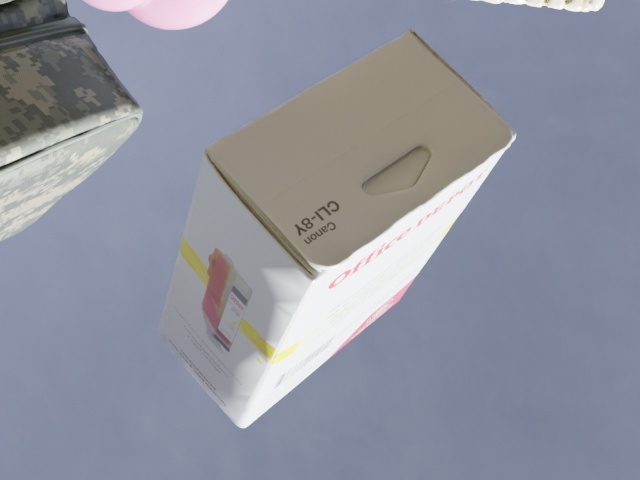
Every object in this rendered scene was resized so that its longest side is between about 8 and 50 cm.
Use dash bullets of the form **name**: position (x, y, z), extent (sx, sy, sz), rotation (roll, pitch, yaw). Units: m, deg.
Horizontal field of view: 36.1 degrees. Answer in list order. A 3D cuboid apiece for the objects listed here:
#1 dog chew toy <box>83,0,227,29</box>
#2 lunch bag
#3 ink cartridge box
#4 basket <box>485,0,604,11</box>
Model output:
- **dog chew toy**: position (-0.274, -0.413, 1.390), extent (0.207, 0.332, 0.206), rotation (3, -86, 42)
- **lunch bag**: position (-0.318, -0.112, 0.683), extent (0.213, 0.305, 0.256), rotation (-34, -88, 36)
- **ink cartridge box**: position (0.000, 0.000, 1.031), extent (0.279, 0.384, 0.160), rotation (-35, -104, -29)
- **basket**: position (0.237, -0.504, 1.320), extent (0.329, 0.331, 0.266), rotation (2, -142, -11)
